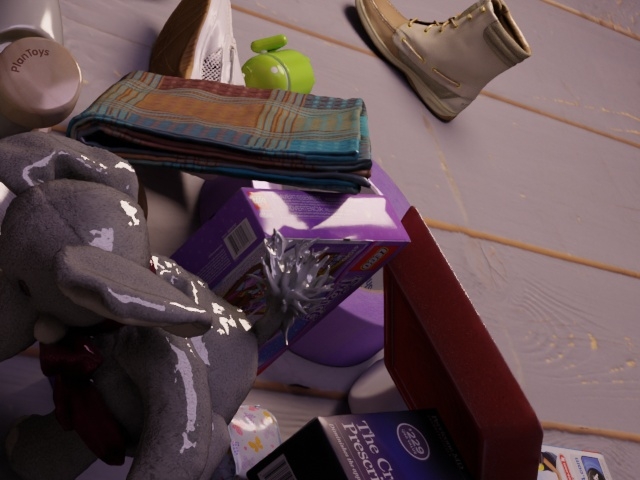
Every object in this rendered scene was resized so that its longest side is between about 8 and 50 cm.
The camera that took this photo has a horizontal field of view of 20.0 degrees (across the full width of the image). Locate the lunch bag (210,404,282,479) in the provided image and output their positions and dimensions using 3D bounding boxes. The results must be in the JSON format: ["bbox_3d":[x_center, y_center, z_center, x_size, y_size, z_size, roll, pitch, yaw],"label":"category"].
[{"bbox_3d":[-0.076,0.197,1.740,0.071,0.053,0.083,11,59,-43],"label":"lunch bag"}]

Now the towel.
[{"bbox_3d":[-0.085,-0.114,1.730,0.271,0.040,0.370,8,13,0],"label":"towel"}]

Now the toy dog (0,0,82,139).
[{"bbox_3d":[-0.328,-0.224,1.736,0.161,0.220,0.334,4,46,-22],"label":"toy dog"}]

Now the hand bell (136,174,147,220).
[{"bbox_3d":[-0.226,-0.045,1.617,0.126,0.126,0.242,54,-6,6],"label":"hand bell"}]

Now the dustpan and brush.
[{"bbox_3d":[0.063,0.182,1.882,0.211,0.147,0.060,-33,104,-37],"label":"dustpan and brush"}]

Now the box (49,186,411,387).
[{"bbox_3d":[-0.083,0.061,1.640,0.201,0.293,0.057,2,53,-50],"label":"box"}]

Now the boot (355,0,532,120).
[{"bbox_3d":[0.163,-0.285,2.414,0.213,0.165,0.077,49,31,-5],"label":"boot"}]

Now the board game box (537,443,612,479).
[{"bbox_3d":[0.221,0.355,1.848,0.302,0.086,0.308,14,47,-43],"label":"board game box"}]

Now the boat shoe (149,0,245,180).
[{"bbox_3d":[-0.130,-0.176,2.016,0.096,0.098,0.277,32,46,-27],"label":"boat shoe"}]

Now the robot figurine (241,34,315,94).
[{"bbox_3d":[-0.053,-0.190,2.145,0.115,0.067,0.101,-21,98,-57],"label":"robot figurine"}]

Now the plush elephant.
[{"bbox_3d":[-0.178,0.066,1.402,0.255,0.330,0.272,40,6,-31],"label":"plush elephant"}]

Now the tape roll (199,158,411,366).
[{"bbox_3d":[0.000,0.000,1.999,0.275,0.090,0.275,32,37,-28],"label":"tape roll"}]

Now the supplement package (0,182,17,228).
[{"bbox_3d":[-0.379,-0.016,1.489,0.194,0.149,0.203,46,32,-8],"label":"supplement package"}]

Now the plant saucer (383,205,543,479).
[{"bbox_3d":[0.121,0.138,1.694,0.047,0.258,0.259,-21,59,-11],"label":"plant saucer"}]

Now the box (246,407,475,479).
[{"bbox_3d":[0.077,0.282,1.564,0.184,0.103,0.261,5,51,-54],"label":"box"}]
